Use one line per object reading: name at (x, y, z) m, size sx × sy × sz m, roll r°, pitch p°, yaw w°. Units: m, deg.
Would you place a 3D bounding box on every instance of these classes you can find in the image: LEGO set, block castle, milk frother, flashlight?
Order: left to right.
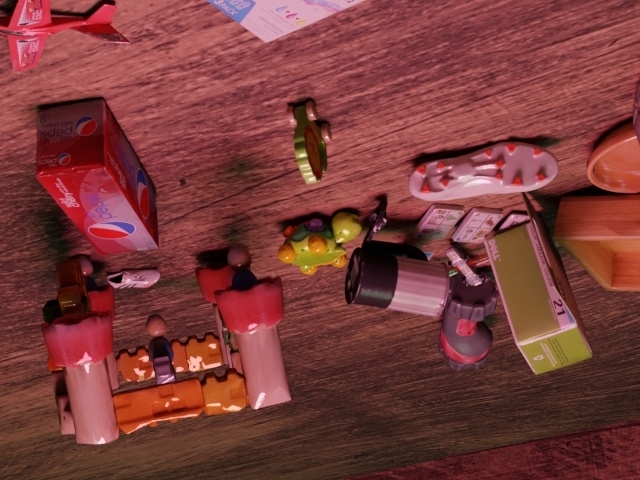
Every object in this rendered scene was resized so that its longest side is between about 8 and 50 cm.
block castle at (-0.217, 0.111, 1.657) m, size 0.303 × 0.213 × 0.453 m, roll -11°, pitch -175°, yaw -9°
milk frother at (0.117, 0.027, 1.741) m, size 0.135 × 0.129 × 0.143 m, roll 10°, pitch 144°, yaw -14°
LEGO set at (0.202, 0.010, 1.886) m, size 0.182 × 0.060 × 0.244 m, roll 4°, pitch 144°, yaw -22°
flashlight at (0.262, 0.140, 2.129) m, size 0.103 × 0.103 × 0.304 m, roll -30°, pitch 160°, yaw -11°

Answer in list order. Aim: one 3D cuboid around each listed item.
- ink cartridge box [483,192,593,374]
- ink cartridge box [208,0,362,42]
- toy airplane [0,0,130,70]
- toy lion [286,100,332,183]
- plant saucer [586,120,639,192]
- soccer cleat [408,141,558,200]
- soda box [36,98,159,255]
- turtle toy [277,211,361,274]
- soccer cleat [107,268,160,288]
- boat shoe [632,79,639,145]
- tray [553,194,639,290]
ink cartridge box at (0.302, 0.057, 1.769) m, size 0.097 × 0.189 × 0.255 m, roll -21°, pitch 147°, yaw 14°
ink cartridge box at (-0.008, -0.259, 1.124) m, size 0.181 × 0.061 × 0.104 m, roll -19°, pitch 155°, yaw 29°
toy airplane at (-0.265, -0.215, 1.215) m, size 0.151 × 0.028 × 0.151 m, roll -5°, pitch 160°, yaw -2°
toy lion at (-0.011, -0.109, 1.447) m, size 0.034 × 0.096 × 0.100 m, roll -11°, pitch 158°, yaw 14°
plant saucer at (0.451, -0.119, 1.614) m, size 0.200 × 0.037 × 0.200 m, roll -4°, pitch 158°, yaw -2°
soccer cleat at (0.213, -0.089, 1.607) m, size 0.196 × 0.068 × 0.076 m, roll -7°, pitch 173°, yaw 7°
soda box at (-0.268, -0.069, 1.489) m, size 0.083 × 0.092 × 0.263 m, roll -7°, pitch 158°, yaw 4°
turtle toy at (0.000, 0.000, 1.759) m, size 0.130 × 0.066 × 0.095 m, roll -15°, pitch 158°, yaw 21°
soccer cleat at (-0.290, 0.059, 1.885) m, size 0.083 × 0.029 × 0.035 m, roll -7°, pitch 163°, yaw 15°
boat shoe at (0.459, -0.184, 1.351) m, size 0.116 × 0.123 × 0.324 m, roll -1°, pitch 159°, yaw -17°
tray at (0.559, 0.004, 1.701) m, size 0.411 × 0.076 × 0.203 m, roll -1°, pitch 155°, yaw 37°
